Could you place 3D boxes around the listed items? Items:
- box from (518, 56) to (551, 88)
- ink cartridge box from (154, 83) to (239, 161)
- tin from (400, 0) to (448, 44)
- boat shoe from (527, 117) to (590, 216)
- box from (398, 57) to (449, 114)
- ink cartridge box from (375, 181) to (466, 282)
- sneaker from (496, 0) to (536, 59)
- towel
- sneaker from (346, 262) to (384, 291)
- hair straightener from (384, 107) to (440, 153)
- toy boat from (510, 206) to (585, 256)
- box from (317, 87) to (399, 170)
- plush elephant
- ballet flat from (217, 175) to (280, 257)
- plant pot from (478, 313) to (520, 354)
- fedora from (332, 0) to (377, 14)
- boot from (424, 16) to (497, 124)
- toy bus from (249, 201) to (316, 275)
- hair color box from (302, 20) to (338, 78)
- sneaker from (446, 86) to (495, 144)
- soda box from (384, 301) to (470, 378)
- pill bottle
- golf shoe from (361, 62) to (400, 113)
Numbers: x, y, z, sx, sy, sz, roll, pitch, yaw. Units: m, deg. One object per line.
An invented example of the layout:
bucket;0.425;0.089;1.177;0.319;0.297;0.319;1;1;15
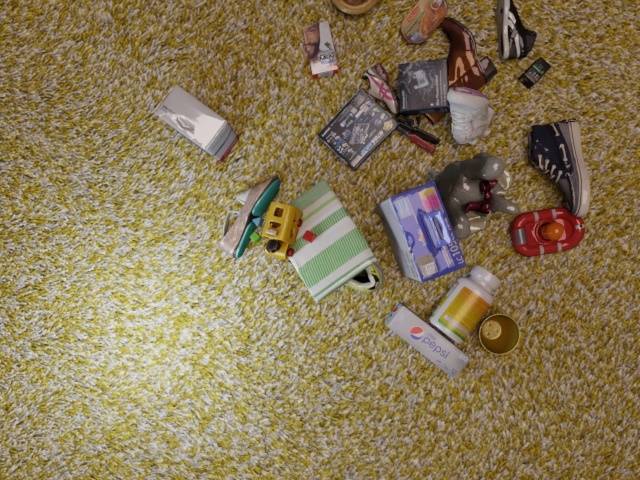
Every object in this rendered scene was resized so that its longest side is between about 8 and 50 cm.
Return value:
box;0.721;-0.564;1.882;0.052;0.062;0.083;43;90;-1
ink cartridge box;-0.385;-0.365;1.780;0.197;0.273;0.114;36;90;0
tin;0.350;-0.751;1.897;0.106;0.040;0.189;40;90;-4
boat shoe;0.775;-0.235;1.840;0.158;0.127;0.340;-2;70;6
box;0.338;-0.496;1.820;0.158;0.093;0.155;-3;93;16
ink cartridge box;0.303;-0.022;1.717;0.151;0.395;0.269;-21;90;0
sneaker;0.663;-0.721;1.881;0.121;0.079;0.216;-4;98;-3
towel;0.000;0.000;1.782;0.248;0.038;0.324;-36;70;8
sneaker;0.040;0.045;1.842;0.385;0.147;0.145;25;92;3
hair straightener;0.305;-0.387;1.902;0.230;0.047;0.089;29;69;6
toy boat;0.755;-0.029;1.838;0.231;0.151;0.150;-11;90;0
box;0.126;-0.369;1.867;0.175;0.051;0.220;44;102;2
plush elephant;0.514;-0.142;1.802;0.256;0.330;0.271;16;104;-22
ballet flat;-0.251;-0.095;1.869;0.106;0.107;0.316;29;89;14
plant pot;0.584;0.305;1.867;0.134;0.095;0.134;0;91;0
fedora;0.117;-0.851;1.875;0.194;0.079;0.194;0;96;1
boot;0.407;-0.574;1.889;0.280;0.096;0.264;-37;97;8
toy bus;-0.133;-0.022;1.754;0.191;0.104;0.202;-33;70;9
hair color box;-0.001;-0.643;1.889;0.093;0.053;0.167;-13;89;1
sneaker;0.472;-0.389;1.779;0.114;0.305;0.152;30;99;32
soda box;0.354;0.331;1.866;0.286;0.098;0.091;38;91;0
pill bottle;0.481;0.207;1.846;0.136;0.136;0.245;38;90;0
golf shoe;0.209;-0.500;1.885;0.086;0.067;0.186;-29;79;19
